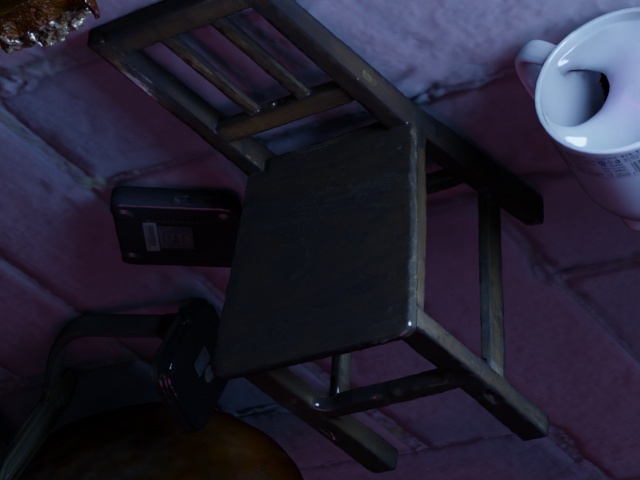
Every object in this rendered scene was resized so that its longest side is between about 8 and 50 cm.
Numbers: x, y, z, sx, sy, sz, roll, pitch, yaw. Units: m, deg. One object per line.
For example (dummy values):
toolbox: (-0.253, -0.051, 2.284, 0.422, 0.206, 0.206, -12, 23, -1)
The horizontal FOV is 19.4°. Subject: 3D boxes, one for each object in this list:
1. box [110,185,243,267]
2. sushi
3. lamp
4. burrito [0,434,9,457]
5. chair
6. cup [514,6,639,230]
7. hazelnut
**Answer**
box: (-0.132, -0.010, 1.763, 0.125, 0.027, 0.126, 3, 151, 2)
sushi: (-0.214, -0.177, 1.451, 0.120, 0.052, 0.055, -20, 128, 33)
lamp: (-0.235, 0.170, 1.939, 0.283, 0.203, 0.124, -13, 128, 36)
burrito: (-0.415, 0.245, 2.225, 0.096, 0.066, 0.309, -2, 148, 12)
chair: (0.000, 0.000, 1.542, 0.203, 0.241, 0.416, -15, 146, 36)
cup: (0.233, -0.083, 1.446, 0.173, 0.134, 0.142, -3, 147, 28)
hazelnut: (-0.202, 0.360, 2.081, 0.409, 0.359, 0.359, -19, 143, 38)
